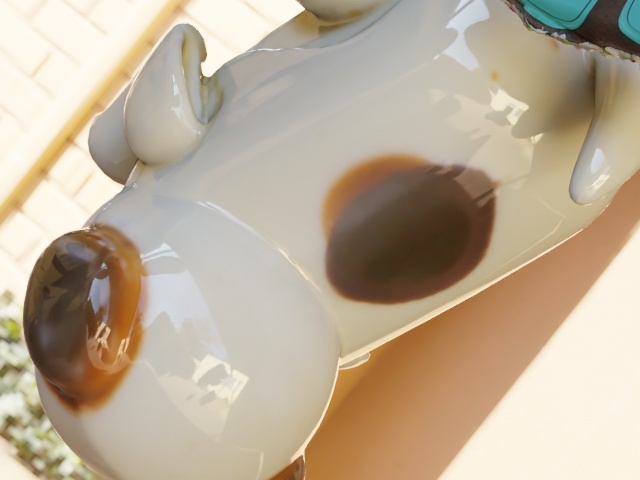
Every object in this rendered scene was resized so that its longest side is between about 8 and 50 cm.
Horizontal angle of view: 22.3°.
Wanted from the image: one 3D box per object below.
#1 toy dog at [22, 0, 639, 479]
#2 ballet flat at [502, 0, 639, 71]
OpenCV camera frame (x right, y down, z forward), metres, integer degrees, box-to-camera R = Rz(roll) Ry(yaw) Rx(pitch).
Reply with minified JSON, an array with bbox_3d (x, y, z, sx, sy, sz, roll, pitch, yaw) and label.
[{"bbox_3d":[0.000,0.000,1.036,0.395,0.408,0.284,36,-15,48],"label":"toy dog"},{"bbox_3d":[0.167,-0.120,0.831,0.241,0.091,0.077,40,6,34],"label":"ballet flat"}]
